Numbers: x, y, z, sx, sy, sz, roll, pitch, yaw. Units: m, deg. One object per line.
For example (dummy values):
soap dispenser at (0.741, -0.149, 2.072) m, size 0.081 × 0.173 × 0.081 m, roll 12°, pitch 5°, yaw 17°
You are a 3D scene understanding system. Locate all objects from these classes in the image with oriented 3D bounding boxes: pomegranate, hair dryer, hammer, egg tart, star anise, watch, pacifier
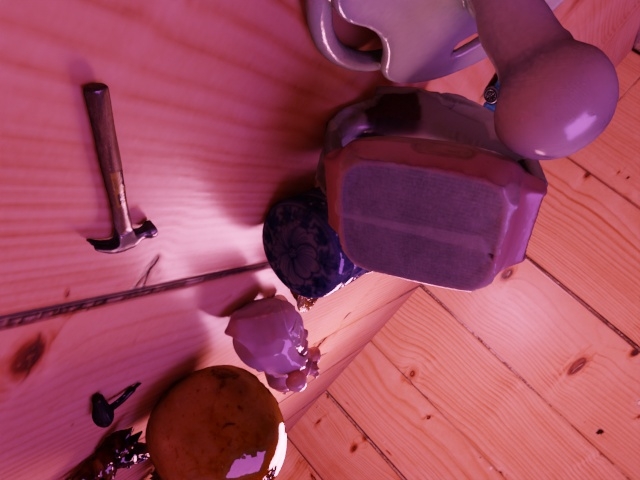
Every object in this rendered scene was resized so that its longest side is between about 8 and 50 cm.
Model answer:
pomegranate at (-0.190, 0.356, 0.834) m, size 0.260 × 0.260 × 0.260 m, roll -39°, pitch 160°, yaw -17°
hair dryer at (-0.308, 0.237, 0.682) m, size 0.083 × 0.031 × 0.079 m, roll -46°, pitch 158°, yaw -46°
hammer at (-0.174, -0.049, 0.376) m, size 0.062 × 0.017 × 0.182 m, roll -33°, pitch 156°, yaw -32°
egg tart at (-0.025, 0.068, 0.843) m, size 0.129 × 0.049 × 0.128 m, roll 16°, pitch 90°, yaw -72°
star anise at (-0.378, 0.405, 0.824) m, size 0.212 × 0.053 × 0.157 m, roll -47°, pitch 160°, yaw -2°
watch at (0.120, -0.085, 0.530) m, size 0.241 × 0.254 × 0.161 m, roll -58°, pitch 155°, yaw -45°
pacifier at (0.148, -0.189, 0.398) m, size 0.288 × 0.269 × 0.343 m, roll -26°, pitch 165°, yaw 23°

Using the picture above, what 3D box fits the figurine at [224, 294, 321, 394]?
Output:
figurine at (-0.079, 0.203, 0.854) m, size 0.133 × 0.200 × 0.275 m, roll -18°, pitch 141°, yaw 1°

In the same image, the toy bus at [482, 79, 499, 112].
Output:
toy bus at (0.411, -0.323, 0.891) m, size 0.090 × 0.106 × 0.184 m, roll -30°, pitch 156°, yaw -32°

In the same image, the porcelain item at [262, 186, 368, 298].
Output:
porcelain item at (0.000, 0.000, 0.635) m, size 0.114 × 0.147 × 0.147 m, roll -24°, pitch 152°, yaw -45°

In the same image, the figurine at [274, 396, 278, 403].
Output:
figurine at (-0.180, 0.507, 1.261) m, size 0.188 × 0.167 × 0.315 m, roll -8°, pitch 150°, yaw -17°

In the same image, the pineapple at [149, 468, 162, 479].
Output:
pineapple at (-0.362, 0.609, 1.143) m, size 0.175 × 0.175 × 0.361 m, roll -25°, pitch 161°, yaw -46°

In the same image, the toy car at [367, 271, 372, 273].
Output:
toy car at (0.109, -0.091, 0.699) m, size 0.305 × 0.136 × 0.125 m, roll -50°, pitch 151°, yaw 15°
